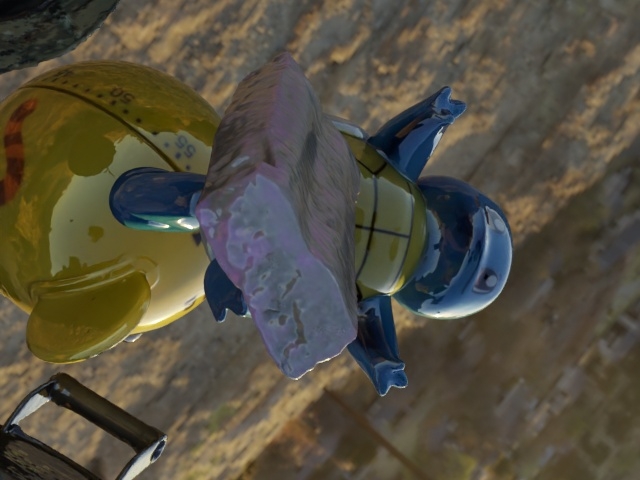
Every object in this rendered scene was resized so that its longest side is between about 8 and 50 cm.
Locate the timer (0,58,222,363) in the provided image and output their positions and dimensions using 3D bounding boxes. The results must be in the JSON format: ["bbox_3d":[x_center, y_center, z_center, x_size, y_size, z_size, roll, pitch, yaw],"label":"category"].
[{"bbox_3d":[-0.279,-0.018,1.482,0.387,0.376,0.376,-54,158,-30],"label":"timer"}]

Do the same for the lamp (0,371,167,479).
[{"bbox_3d":[-0.356,0.333,1.344,0.272,0.205,0.374,-64,167,17],"label":"lamp"}]

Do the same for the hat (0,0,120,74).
[{"bbox_3d":[-0.285,-0.263,1.127,0.265,0.265,0.128,-48,-178,-7],"label":"hat"}]

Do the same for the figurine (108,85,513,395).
[{"bbox_3d":[-0.002,-0.008,1.213,0.243,0.416,0.297,130,-32,-78],"label":"figurine"}]

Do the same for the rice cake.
[{"bbox_3d":[-0.018,-0.033,0.729,0.050,0.106,0.298,-28,-163,12],"label":"rice cake"}]
